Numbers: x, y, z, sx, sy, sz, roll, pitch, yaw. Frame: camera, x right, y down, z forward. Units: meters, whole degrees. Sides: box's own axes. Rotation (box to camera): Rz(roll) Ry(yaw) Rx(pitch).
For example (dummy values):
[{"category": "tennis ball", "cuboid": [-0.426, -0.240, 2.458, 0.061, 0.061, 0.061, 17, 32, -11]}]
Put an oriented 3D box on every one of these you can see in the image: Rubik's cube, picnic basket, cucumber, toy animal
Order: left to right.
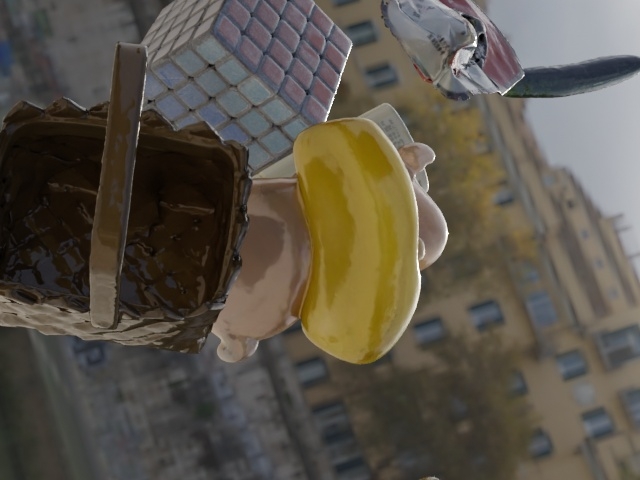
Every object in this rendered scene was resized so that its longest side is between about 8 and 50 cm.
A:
[{"category": "picnic basket", "cuboid": [-0.220, -0.032, 1.688, 0.321, 0.291, 0.254, 112, -15, -65]}, {"category": "Rubik's cube", "cuboid": [-0.127, -0.255, 2.401, 0.237, 0.237, 0.238, 43, 41, -21]}, {"category": "toy animal", "cuboid": [0.008, 0.021, 1.981, 0.278, 0.345, 0.247, 59, 16, 4]}, {"category": "cucumber", "cuboid": [0.391, -0.254, 2.500, 0.056, 0.284, 0.056, 37, -48, 56]}]

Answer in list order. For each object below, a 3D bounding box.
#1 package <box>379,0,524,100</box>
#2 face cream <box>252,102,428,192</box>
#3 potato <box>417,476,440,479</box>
[{"category": "package", "cuboid": [0.129, -0.218, 1.674, 0.194, 0.071, 0.269, 58, 18, -8]}, {"category": "face cream", "cuboid": [0.004, -0.074, 2.643, 0.174, 0.348, 0.081, 64, -17, -15]}, {"category": "potato", "cuboid": [0.145, 0.371, 2.337, 0.083, 0.051, 0.040, -23, -66, 42]}]
